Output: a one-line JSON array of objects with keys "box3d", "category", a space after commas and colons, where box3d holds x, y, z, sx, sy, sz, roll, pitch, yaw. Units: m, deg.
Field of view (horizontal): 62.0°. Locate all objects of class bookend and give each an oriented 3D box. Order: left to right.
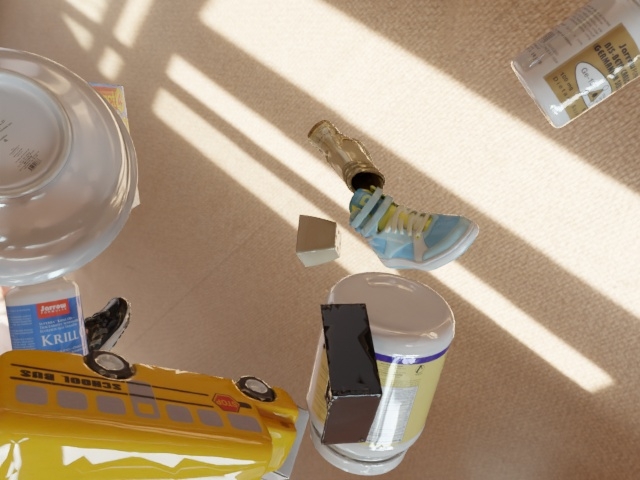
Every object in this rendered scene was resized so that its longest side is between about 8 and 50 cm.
[{"box3d": [0.036, 0.205, 0.820, 0.156, 0.073, 0.157, 98, 169, -46], "category": "bookend"}]

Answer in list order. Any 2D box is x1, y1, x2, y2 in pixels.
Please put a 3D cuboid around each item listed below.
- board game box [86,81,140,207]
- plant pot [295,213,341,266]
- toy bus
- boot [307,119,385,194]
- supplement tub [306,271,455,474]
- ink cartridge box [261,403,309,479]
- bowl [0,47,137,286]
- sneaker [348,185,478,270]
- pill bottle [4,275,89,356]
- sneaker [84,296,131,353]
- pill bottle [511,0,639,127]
[{"box3d": [-0.517, -0.199, 1.208, 0.086, 0.308, 0.301, -3, 105, -1], "category": "board game box"}, {"box3d": [0.000, 0.000, 1.374, 0.096, 0.109, 0.109, -2, 67, 13], "category": "plant pot"}, {"box3d": [-0.168, 0.202, 0.550, 0.130, 0.333, 0.108, 38, 104, 55], "category": "toy bus"}, {"box3d": [0.096, -0.182, 1.347, 0.095, 0.262, 0.203, -44, 59, 12], "category": "boot"}, {"box3d": [0.103, 0.253, 1.024, 0.241, 0.241, 0.331, 26, 120, 29], "category": "supplement tub"}, {"box3d": [-0.120, 0.457, 1.198, 0.087, 0.153, 0.208, 29, 144, -10], "category": "ink cartridge box"}, {"box3d": [-0.360, -0.101, 0.608, 0.297, 0.298, 0.134, 62, 156, -2], "category": "bowl"}, {"box3d": [0.174, -0.040, 1.159, 0.208, 0.127, 0.319, 44, 154, -16], "category": "sneaker"}, {"box3d": [-0.501, 0.141, 0.973, 0.124, 0.124, 0.221, -5, 94, 42], "category": "pill bottle"}, {"box3d": [-0.561, 0.222, 1.280, 0.107, 0.283, 0.124, -24, 122, 29], "category": "sneaker"}, {"box3d": [0.412, -0.281, 0.773, 0.229, 0.131, 0.131, -35, 86, 24], "category": "pill bottle"}]
